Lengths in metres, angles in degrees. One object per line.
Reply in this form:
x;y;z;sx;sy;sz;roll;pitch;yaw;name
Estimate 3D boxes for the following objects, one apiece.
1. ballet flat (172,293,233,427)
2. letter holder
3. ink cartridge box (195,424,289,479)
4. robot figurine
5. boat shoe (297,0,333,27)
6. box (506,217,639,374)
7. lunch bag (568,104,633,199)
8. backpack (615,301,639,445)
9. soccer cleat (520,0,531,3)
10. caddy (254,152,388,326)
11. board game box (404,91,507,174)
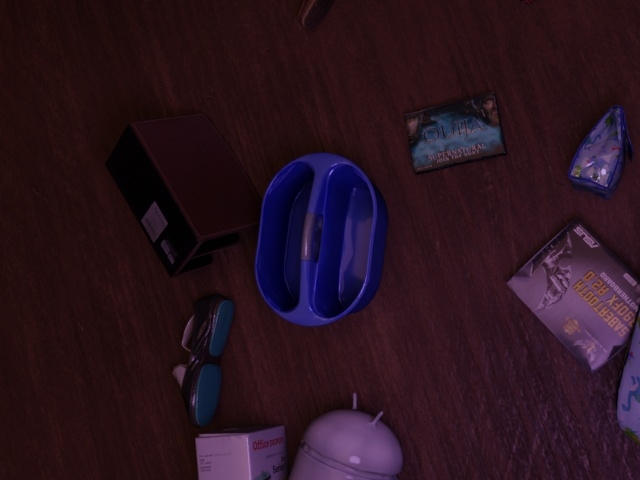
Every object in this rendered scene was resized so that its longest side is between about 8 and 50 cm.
-0.252;0.250;1.910;0.096;0.095;0.280;5;76;30;ballet flat
-0.279;-0.105;1.935;0.302;0.214;0.152;57;135;15;letter holder
-0.143;0.510;1.778;0.117;0.201;0.278;-8;81;18;ink cartridge box
0.037;0.474;1.718;0.300;0.200;0.353;18;90;54;robot figurine
-0.002;-0.533;1.914;0.060;0.064;0.178;27;87;25;boat shoe
0.490;0.102;1.674;0.183;0.056;0.231;-44;72;10;box
0.520;-0.162;1.651;0.096;0.129;0.151;19;89;19;lunch bag
0.627;0.199;1.500;0.273;0.290;0.355;37;105;40;backpack
0.386;-0.499;1.789;0.083;0.029;0.035;30;86;17;soccer cleat
0.000;0.000;1.794;0.241;0.179;0.341;5;86;19;caddy
0.267;-0.212;1.801;0.186;0.026;0.126;-12;81;18;board game box
